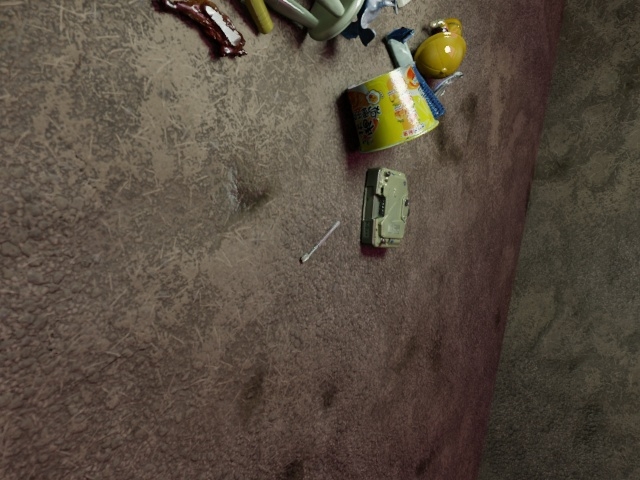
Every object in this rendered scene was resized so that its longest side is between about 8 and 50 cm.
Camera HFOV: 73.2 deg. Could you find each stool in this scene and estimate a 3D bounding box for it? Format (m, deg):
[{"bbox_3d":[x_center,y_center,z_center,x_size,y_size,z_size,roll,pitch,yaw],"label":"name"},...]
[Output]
[{"bbox_3d":[-0.013,-0.645,1.082,0.198,0.195,0.196,29,74,-44],"label":"stool"}]

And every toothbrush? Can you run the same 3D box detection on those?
[{"bbox_3d":[0.001,0.002,1.311,0.194,0.014,0.017,-46,125,-34],"label":"toothbrush"}]

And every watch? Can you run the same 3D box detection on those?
[{"bbox_3d":[0.311,-0.562,1.418,0.276,0.068,0.275,58,10,-28],"label":"watch"}]

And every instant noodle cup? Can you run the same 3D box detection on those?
[{"bbox_3d":[0.211,-0.409,1.327,0.264,0.264,0.200,-37,114,-38],"label":"instant noodle cup"}]

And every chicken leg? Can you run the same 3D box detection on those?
[{"bbox_3d":[-0.245,-0.481,0.954,0.219,0.048,0.090,30,70,-45],"label":"chicken leg"}]

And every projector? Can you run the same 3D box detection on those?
[{"bbox_3d":[0.236,-0.108,1.501,0.193,0.088,0.270,3,92,-45],"label":"projector"}]

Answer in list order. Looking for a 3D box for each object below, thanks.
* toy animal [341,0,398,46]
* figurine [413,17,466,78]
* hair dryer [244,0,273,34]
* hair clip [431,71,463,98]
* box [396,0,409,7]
[{"bbox_3d":[0.124,-0.637,1.192,0.255,0.176,0.239,21,57,-73],"label":"toy animal"},{"bbox_3d":[0.459,-0.720,1.606,0.257,0.167,0.192,-63,147,-21],"label":"figurine"},{"bbox_3d":[-0.186,-0.597,0.972,0.090,0.134,0.279,-64,151,-21],"label":"hair dryer"},{"bbox_3d":[0.462,-0.567,1.638,0.116,0.172,0.049,-37,83,-28],"label":"hair clip"},{"bbox_3d":[0.317,-0.928,1.526,0.220,0.032,0.122,-49,125,-31],"label":"box"}]
